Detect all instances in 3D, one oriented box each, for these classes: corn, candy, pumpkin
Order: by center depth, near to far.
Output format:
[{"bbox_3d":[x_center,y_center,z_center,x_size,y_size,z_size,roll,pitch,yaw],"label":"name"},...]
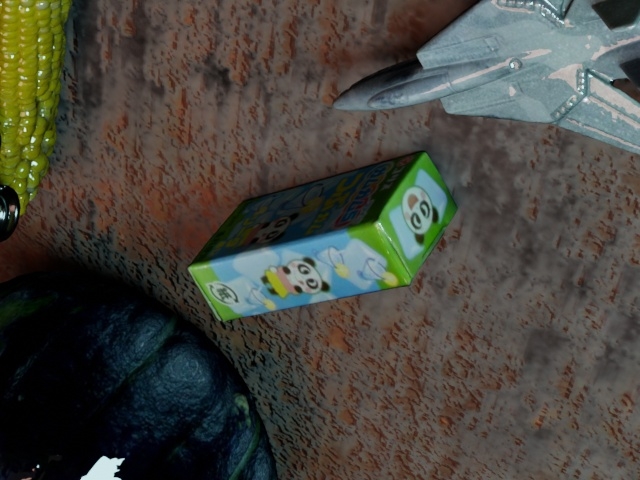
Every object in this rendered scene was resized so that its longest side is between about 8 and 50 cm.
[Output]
[{"bbox_3d":[0.000,0.000,1.142,0.194,0.097,0.062,-14,117,38],"label":"candy"},{"bbox_3d":[-0.244,-0.134,1.169,0.097,0.097,0.320,27,135,7],"label":"corn"},{"bbox_3d":[-0.218,0.202,1.332,0.363,0.266,0.363,20,140,18],"label":"pumpkin"}]

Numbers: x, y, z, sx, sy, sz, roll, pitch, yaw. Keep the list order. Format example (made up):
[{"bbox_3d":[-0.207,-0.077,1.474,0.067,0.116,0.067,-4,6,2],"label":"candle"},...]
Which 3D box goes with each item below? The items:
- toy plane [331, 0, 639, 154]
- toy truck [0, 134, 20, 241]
[{"bbox_3d":[0.120,-0.122,0.975,0.267,0.088,0.212,-6,124,45],"label":"toy plane"},{"bbox_3d":[-0.329,-0.088,1.108,0.127,0.127,0.257,11,127,27],"label":"toy truck"}]
